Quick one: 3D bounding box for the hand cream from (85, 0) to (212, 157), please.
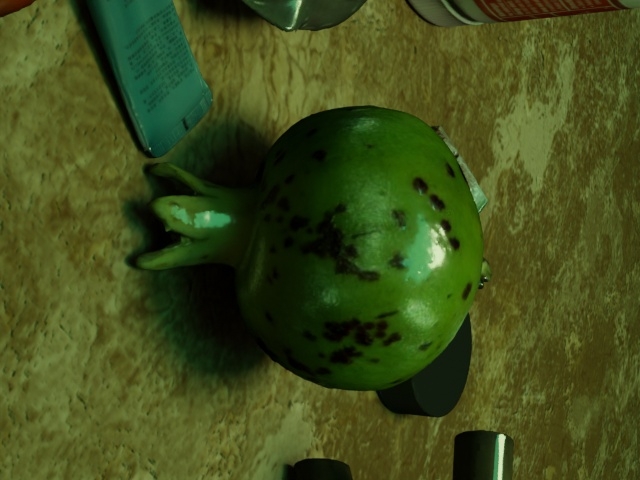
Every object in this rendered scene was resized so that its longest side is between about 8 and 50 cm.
[{"bbox_3d":[-0.126,-0.165,0.691,0.083,0.048,0.224,-53,139,-41],"label":"hand cream"}]

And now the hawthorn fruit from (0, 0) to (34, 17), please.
[{"bbox_3d":[-0.213,-0.221,0.376,0.276,0.276,0.307,-27,99,-53],"label":"hawthorn fruit"}]

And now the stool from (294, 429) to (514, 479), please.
[{"bbox_3d":[0.099,0.281,0.852,0.272,0.272,0.178,44,41,-48],"label":"stool"}]

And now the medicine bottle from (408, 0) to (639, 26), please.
[{"bbox_3d":[0.214,-0.342,1.013,0.252,0.241,0.252,-2,93,-57],"label":"medicine bottle"}]

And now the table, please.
[{"bbox_3d":[0.101,0.105,1.027,0.133,0.043,0.133,-2,93,-57],"label":"table"}]

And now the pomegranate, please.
[{"bbox_3d":[0.000,0.000,0.766,0.263,0.211,0.211,12,77,-11],"label":"pomegranate"}]

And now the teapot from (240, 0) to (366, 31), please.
[{"bbox_3d":[0.089,-0.338,0.724,0.306,0.362,0.375,25,58,-50],"label":"teapot"}]

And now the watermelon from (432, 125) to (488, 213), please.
[{"bbox_3d":[0.115,-0.040,1.045,0.094,0.081,0.180,37,51,-21],"label":"watermelon"}]
